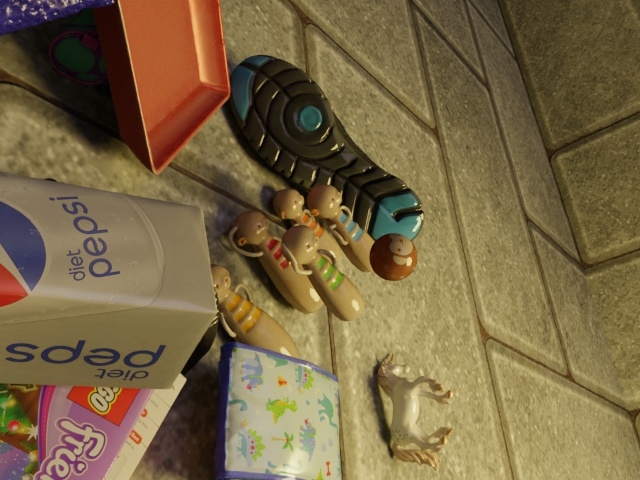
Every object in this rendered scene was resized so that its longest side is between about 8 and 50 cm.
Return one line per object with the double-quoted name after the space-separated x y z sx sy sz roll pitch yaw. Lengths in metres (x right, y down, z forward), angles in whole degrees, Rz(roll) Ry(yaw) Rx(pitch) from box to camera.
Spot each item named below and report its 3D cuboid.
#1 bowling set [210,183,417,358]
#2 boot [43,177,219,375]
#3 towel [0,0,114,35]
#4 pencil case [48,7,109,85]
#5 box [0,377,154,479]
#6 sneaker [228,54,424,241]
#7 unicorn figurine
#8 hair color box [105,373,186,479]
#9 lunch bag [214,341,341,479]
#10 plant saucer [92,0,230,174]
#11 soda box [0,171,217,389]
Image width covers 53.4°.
0.000 0.000 0.748 0.154 0.200 0.287 51 30 -18 "bowling set"
-0.173 0.031 0.583 0.077 0.137 0.198 -47 149 -34 "boot"
-0.289 -0.275 0.415 0.227 0.076 0.308 -28 128 -20 "towel"
-0.228 -0.228 0.682 0.064 0.070 0.152 44 36 -29 "pencil case"
-0.242 0.148 0.339 0.201 0.057 0.293 31 39 -9 "box"
-0.004 -0.116 0.919 0.341 0.125 0.139 47 -4 -9 "sneaker"
0.124 0.223 0.870 0.060 0.111 0.162 44 50 -46 "unicorn figurine"
-0.185 0.146 0.497 0.093 0.053 0.167 50 35 -19 "hair color box"
-0.050 0.183 0.629 0.151 0.096 0.129 41 37 -49 "lunch bag"
-0.170 -0.239 0.683 0.259 0.047 0.258 -72 162 -57 "plant saucer"
-0.212 0.019 0.365 0.286 0.098 0.091 10 45 -29 "soda box"
